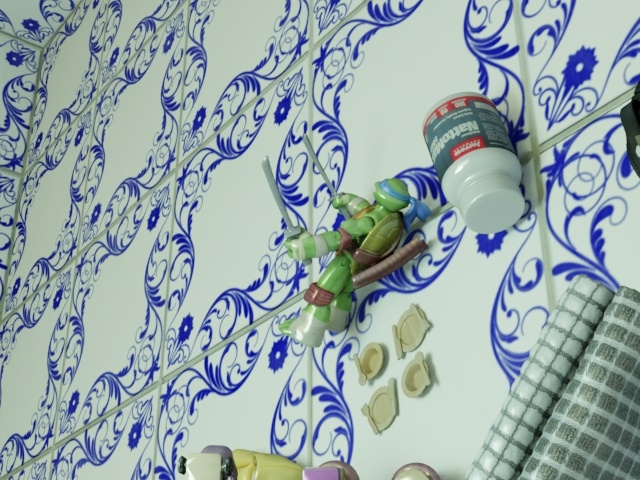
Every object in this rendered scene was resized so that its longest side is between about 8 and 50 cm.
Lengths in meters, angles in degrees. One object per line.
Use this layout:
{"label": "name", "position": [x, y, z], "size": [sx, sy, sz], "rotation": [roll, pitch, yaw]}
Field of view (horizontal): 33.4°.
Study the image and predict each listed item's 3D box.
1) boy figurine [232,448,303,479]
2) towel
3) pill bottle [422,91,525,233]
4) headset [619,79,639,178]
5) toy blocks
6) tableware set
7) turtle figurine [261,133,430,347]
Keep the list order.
{"label": "boy figurine", "position": [-0.128, 0.406, 1.655], "size": [0.285, 0.092, 0.177], "rotation": [-35, 43, 47]}
{"label": "towel", "position": [0.282, 0.188, 0.952], "size": [0.121, 0.283, 0.235], "rotation": [20, 82, 53]}
{"label": "pill bottle", "position": [0.205, -0.101, 1.407], "size": [0.108, 0.108, 0.180], "rotation": [-48, 38, 32]}
{"label": "headset", "position": [0.428, -0.086, 1.072], "size": [0.243, 0.185, 0.394], "rotation": [-7, 52, 51]}
{"label": "toy blocks", "position": [-0.004, 0.408, 1.318], "size": [0.260, 0.309, 0.289], "rotation": [62, -150, -75]}
{"label": "tableware set", "position": [0.102, 0.179, 1.492], "size": [0.169, 0.020, 0.141], "rotation": [-46, 39, 33]}
{"label": "turtle figurine", "position": [0.000, 0.000, 1.561], "size": [0.198, 0.274, 0.266], "rotation": [-108, 37, -66]}
